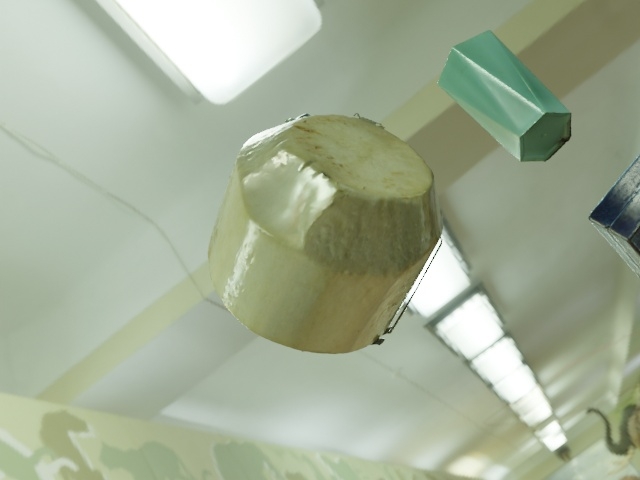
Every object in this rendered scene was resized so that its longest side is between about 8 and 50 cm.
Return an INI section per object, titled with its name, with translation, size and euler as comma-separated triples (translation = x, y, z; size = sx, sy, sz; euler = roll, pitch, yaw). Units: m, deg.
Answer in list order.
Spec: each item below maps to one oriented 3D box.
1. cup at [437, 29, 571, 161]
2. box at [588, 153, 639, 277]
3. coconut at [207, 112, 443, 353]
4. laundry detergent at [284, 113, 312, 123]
[cup]
translation = 0.324, -0.239, 1.357
size = 0.148, 0.235, 0.134
euler = 22, -61, -45
[box]
translation = 0.665, -0.067, 1.439
size = 0.261, 0.116, 0.279
euler = 37, -88, -39
[coconut]
translation = 0.000, 0.000, 1.041
size = 0.323, 0.323, 0.323
euler = -28, -26, -16
[laundry detergent]
translation = 0.013, -0.225, 1.750
size = 0.207, 0.061, 0.096
euler = 17, -88, -18
